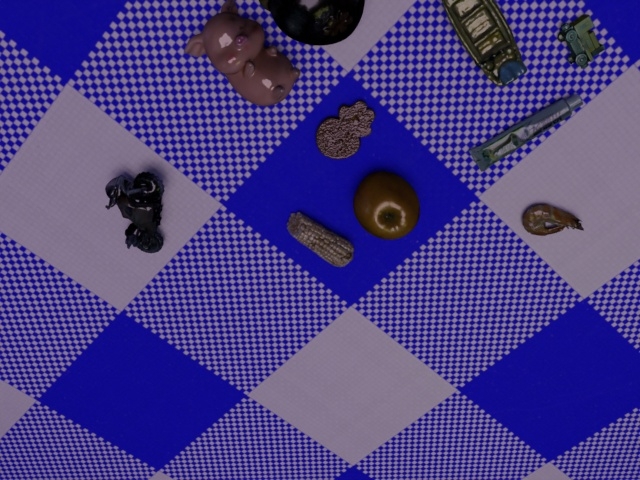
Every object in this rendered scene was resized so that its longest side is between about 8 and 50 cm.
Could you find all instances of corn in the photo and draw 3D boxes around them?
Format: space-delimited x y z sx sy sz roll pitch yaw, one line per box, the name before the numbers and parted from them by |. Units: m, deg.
corn | 0.000 0.000 1.716 0.211 0.087 0.087 31 115 -17

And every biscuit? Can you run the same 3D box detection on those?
biscuit | 0.066 -0.285 1.590 0.124 0.026 0.175 40 112 -21

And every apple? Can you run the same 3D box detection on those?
apple | 0.176 -0.088 1.626 0.182 0.155 0.182 1 121 1

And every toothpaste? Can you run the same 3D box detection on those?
toothpaste | 0.530 -0.281 1.583 0.297 0.048 0.075 -31 115 19

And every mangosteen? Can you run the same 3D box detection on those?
mangosteen | -0.020 -0.552 1.348 0.243 0.243 0.243 0 119 0

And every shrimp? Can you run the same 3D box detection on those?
shrimp | 0.650 -0.048 1.714 0.180 0.041 0.099 10 120 -6

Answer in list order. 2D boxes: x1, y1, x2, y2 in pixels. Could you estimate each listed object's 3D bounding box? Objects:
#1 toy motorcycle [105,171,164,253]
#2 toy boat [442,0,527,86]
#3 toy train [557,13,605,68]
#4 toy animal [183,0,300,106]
toy motorcycle | -0.502 -0.078 1.665 0.159 0.106 0.270 13 129 -3
toy boat | 0.381 -0.495 1.444 0.111 0.084 0.276 -33 111 20
toy train | 0.624 -0.477 1.472 0.081 0.050 0.122 -35 112 10
toy animal | -0.170 -0.428 1.442 0.250 0.166 0.154 44 154 -15
